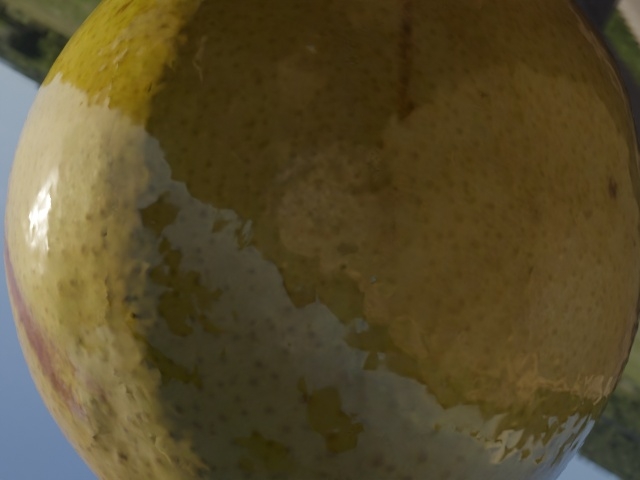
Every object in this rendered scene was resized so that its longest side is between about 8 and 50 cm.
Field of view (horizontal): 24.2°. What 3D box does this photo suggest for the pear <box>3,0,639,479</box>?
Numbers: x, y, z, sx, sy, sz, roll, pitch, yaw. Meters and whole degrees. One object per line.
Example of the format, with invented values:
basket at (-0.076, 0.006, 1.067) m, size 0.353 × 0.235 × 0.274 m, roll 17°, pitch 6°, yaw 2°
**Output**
pear at (0.000, 0.000, 0.694) m, size 0.314 × 0.314 × 0.314 m, roll 29°, pitch -178°, yaw -1°
